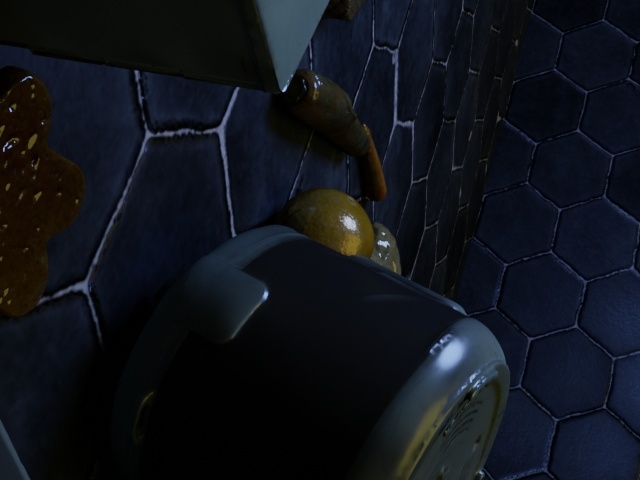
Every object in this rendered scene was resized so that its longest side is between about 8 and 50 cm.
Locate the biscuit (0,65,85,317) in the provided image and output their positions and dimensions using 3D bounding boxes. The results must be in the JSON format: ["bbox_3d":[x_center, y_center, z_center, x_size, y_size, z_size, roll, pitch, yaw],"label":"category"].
[{"bbox_3d":[-0.228,-0.037,0.524,0.236,0.039,0.180,60,49,-64],"label":"biscuit"}]

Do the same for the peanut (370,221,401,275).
[{"bbox_3d":[0.069,0.078,1.385,0.233,0.110,0.197,-52,149,-50],"label":"peanut"}]

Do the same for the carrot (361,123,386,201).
[{"bbox_3d":[0.080,-0.131,1.415,0.190,0.037,0.037,71,35,-51],"label":"carrot"}]

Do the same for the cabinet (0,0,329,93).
[{"bbox_3d":[-0.105,-0.201,0.521,0.150,0.206,0.145,73,34,-55],"label":"cabinet"}]

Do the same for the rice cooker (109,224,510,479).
[{"bbox_3d":[-0.014,0.166,0.842,0.335,0.325,0.335,-42,146,-38],"label":"rice cooker"}]

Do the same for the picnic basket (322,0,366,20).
[{"bbox_3d":[0.048,-0.365,1.129,0.193,0.054,0.110,-60,155,-48],"label":"picnic basket"}]

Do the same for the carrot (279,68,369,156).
[{"bbox_3d":[0.023,-0.166,1.167,0.342,0.070,0.070,20,83,-73],"label":"carrot"}]

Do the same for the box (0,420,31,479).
[{"bbox_3d":[-0.287,0.249,0.429,0.367,0.090,0.373,84,28,-42],"label":"box"}]

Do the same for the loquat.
[{"bbox_3d":[0.000,0.000,1.091,0.141,0.141,0.141,12,90,-72],"label":"loquat"}]
